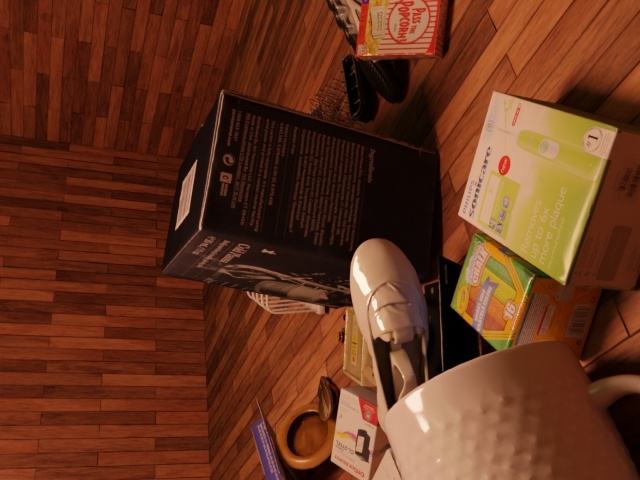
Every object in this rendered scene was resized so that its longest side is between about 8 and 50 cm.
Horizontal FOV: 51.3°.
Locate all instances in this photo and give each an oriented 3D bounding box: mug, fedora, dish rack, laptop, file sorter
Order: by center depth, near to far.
[{"bbox_3d":[0.297,0.309,0.805,0.374,0.276,0.328,-36,56,25],"label":"mug"},{"bbox_3d":[0.208,0.171,1.204,0.264,0.136,0.235,149,125,-65],"label":"laptop"},{"bbox_3d":[-0.023,0.525,1.756,0.194,0.194,0.079,-114,0,-53],"label":"fedora"},{"bbox_3d":[0.031,-0.342,1.801,0.271,0.074,0.208,-35,48,39],"label":"dish rack"},{"bbox_3d":[-0.108,0.104,1.964,0.277,0.172,0.193,-167,75,-72],"label":"file sorter"}]

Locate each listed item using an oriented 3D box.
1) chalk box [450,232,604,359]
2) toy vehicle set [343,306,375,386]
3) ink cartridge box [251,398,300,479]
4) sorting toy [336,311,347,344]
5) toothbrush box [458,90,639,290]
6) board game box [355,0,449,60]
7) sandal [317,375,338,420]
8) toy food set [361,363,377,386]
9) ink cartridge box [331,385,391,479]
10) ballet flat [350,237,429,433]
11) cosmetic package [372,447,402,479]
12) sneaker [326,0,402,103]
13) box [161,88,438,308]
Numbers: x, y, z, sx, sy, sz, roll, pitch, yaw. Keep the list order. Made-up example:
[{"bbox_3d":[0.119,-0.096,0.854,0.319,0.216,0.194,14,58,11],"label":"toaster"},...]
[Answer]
[{"bbox_3d":[0.293,0.072,1.006,0.213,0.131,0.133,-132,51,-63],"label":"chalk box"},{"bbox_3d":[0.092,0.237,1.544,0.267,0.035,0.166,143,130,-82],"label":"toy vehicle set"},{"bbox_3d":[-0.112,0.640,1.825,0.307,0.072,0.304,64,176,-29],"label":"ink cartridge box"},{"bbox_3d":[0.064,0.223,1.708,0.061,0.042,0.102,-162,78,-69],"label":"sorting toy"},{"bbox_3d":[0.337,-0.081,0.947,0.283,0.122,0.206,-127,46,-63],"label":"toothbrush box"},{"bbox_3d":[0.176,-0.466,1.435,0.193,0.045,0.147,8,93,33],"label":"board game box"},{"bbox_3d":[0.023,0.415,1.770,0.180,0.049,0.072,-108,34,-76],"label":"sandal"},{"bbox_3d":[0.150,0.202,1.351,0.132,0.038,0.192,-156,89,-79],"label":"toy food set"},{"bbox_3d":[0.099,0.426,1.471,0.127,0.072,0.175,15,100,48],"label":"ink cartridge box"},{"bbox_3d":[0.146,0.196,1.213,0.139,0.139,0.401,-157,56,-69],"label":"ballet flat"},{"bbox_3d":[0.178,0.483,1.180,0.151,0.151,0.184,-111,33,-52],"label":"cosmetic package"},{"bbox_3d":[0.141,-0.487,1.582,0.122,0.146,0.331,66,180,-78],"label":"sneaker"},{"bbox_3d":[-0.068,-0.053,1.486,0.480,0.471,0.298,149,130,-65],"label":"box"}]
